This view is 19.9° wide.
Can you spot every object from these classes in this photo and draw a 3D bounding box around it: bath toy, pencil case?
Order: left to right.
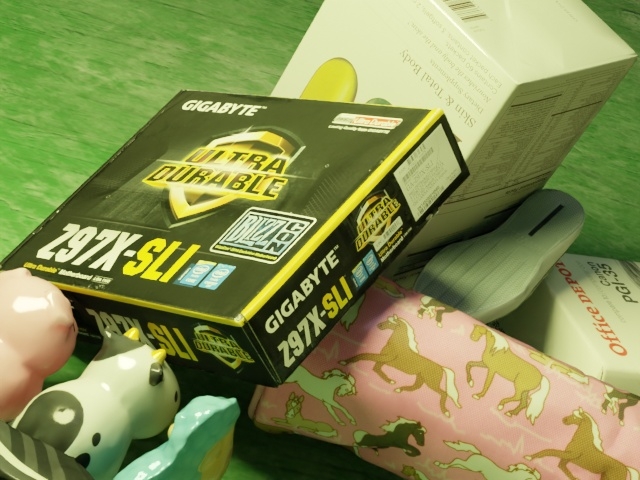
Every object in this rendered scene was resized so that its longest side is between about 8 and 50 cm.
[{"bbox_3d":[-0.228,0.089,1.409,0.348,0.129,0.151,31,30,21],"label":"bath toy"},{"bbox_3d":[0.140,0.157,1.480,0.386,0.160,0.167,24,-4,7],"label":"pencil case"}]

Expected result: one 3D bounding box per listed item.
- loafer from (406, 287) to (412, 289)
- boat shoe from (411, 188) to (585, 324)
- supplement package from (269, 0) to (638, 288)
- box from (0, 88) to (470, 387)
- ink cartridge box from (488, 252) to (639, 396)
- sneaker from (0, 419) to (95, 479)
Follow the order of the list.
[{"bbox_3d":[0.000,0.000,1.711,0.319,0.111,0.112,9,-11,-22],"label":"loafer"},{"bbox_3d":[0.159,0.036,1.627,0.083,0.076,0.226,41,49,24],"label":"boat shoe"},{"bbox_3d":[0.100,-0.120,1.629,0.198,0.263,0.199,-18,58,-48],"label":"supplement package"},{"bbox_3d":[-0.077,-0.014,1.489,0.322,0.079,0.257,9,49,46],"label":"box"},{"bbox_3d":[0.326,0.119,1.724,0.283,0.117,0.207,7,29,-23],"label":"ink cartridge box"},{"bbox_3d":[-0.221,0.173,1.274,0.234,0.084,0.097,37,10,4],"label":"sneaker"}]
